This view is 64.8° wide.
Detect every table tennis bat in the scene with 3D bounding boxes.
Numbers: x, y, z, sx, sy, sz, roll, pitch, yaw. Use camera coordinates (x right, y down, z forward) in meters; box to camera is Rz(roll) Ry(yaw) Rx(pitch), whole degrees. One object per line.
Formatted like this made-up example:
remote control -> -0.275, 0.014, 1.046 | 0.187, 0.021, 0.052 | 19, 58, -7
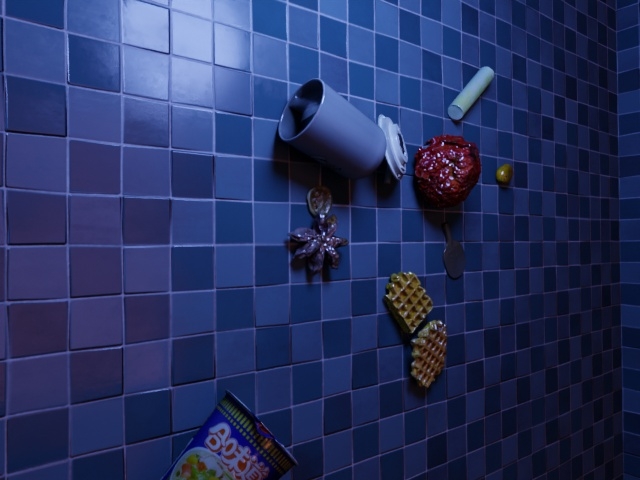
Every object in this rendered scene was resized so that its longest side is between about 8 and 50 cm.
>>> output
table tennis bat -> 0.531, 0.038, 2.030 | 0.131, 0.022, 0.235 | -28, 108, -33

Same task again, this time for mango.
mango -> 0.817, -0.298, 2.233 | 0.079, 0.057, 0.114 | 55, 51, -19

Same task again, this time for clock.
clock -> 0.259, -0.325, 1.737 | 0.236, 0.053, 0.237 | 43, 40, -52

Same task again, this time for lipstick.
lipstick -> 0.624, -0.613, 2.077 | 0.304, 0.076, 0.076 | -48, 116, -28

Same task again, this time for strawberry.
strawberry -> 0.478, -0.261, 1.856 | 0.273, 0.220, 0.275 | 0, 90, -15

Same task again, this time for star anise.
star anise -> 0.004, 0.016, 1.590 | 0.212, 0.073, 0.197 | -40, 110, -28

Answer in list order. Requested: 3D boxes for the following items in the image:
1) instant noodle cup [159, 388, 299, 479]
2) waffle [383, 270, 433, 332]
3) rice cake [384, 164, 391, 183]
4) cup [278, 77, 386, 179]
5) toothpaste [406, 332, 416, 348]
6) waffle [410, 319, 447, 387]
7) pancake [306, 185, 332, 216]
instant noodle cup -> -0.257, 0.590, 1.278 | 0.312, 0.284, 0.284 | -44, 115, -21
waffle -> 0.314, 0.205, 1.833 | 0.160, 0.055, 0.211 | -41, 109, -31
rice cake -> 0.248, -0.263, 1.815 | 0.022, 0.021, 0.121 | 19, 79, -49
cup -> 0.049, -0.325, 1.548 | 0.312, 0.205, 0.206 | 27, 73, -35
toothpaste -> 0.345, 0.373, 1.879 | 0.037, 0.021, 0.140 | -30, 105, -32
waffle -> 0.406, 0.423, 1.889 | 0.243, 0.058, 0.238 | -26, 118, -42
pancake -> 0.000, -0.125, 1.624 | 0.108, 0.017, 0.108 | 1, 88, -33
